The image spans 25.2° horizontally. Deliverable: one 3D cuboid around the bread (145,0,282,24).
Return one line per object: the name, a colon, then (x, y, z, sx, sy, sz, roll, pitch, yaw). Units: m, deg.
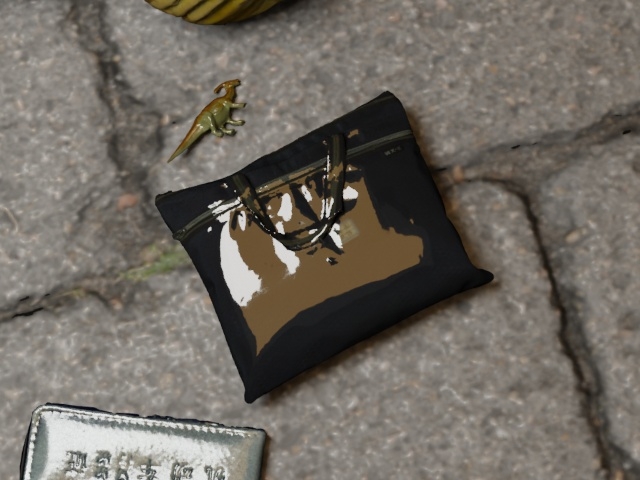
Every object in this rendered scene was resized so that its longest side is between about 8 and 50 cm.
bread: (-0.096, -0.335, 1.337, 0.227, 0.142, 0.253, -14, 80, -40)

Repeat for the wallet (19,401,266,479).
wallet: (-0.166, 0.238, 1.289, 0.222, 0.036, 0.167, 6, 77, 4)

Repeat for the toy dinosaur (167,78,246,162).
toy dinosaur: (-0.103, -0.110, 1.375, 0.041, 0.026, 0.113, 26, 70, 15)

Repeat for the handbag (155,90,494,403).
handbag: (0.000, 0.000, 1.314, 0.254, 0.088, 0.211, -26, 82, -5)
